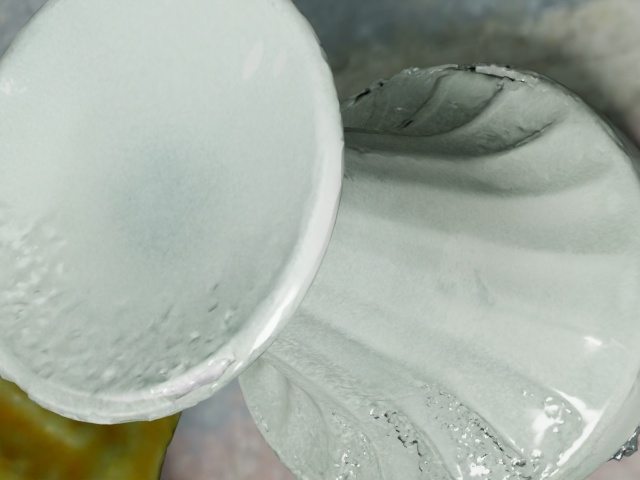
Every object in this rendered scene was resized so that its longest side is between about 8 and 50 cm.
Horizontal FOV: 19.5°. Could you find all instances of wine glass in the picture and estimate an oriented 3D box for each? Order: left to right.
[{"bbox_3d":[0.000,0.000,0.562,0.165,0.196,0.165,-10,71,31],"label":"wine glass"}]

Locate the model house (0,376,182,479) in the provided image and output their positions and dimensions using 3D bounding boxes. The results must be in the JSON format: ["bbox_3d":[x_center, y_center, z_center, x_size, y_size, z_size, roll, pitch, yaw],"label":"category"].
[{"bbox_3d":[-0.137,0.132,0.655,0.268,0.173,0.239,38,86,2],"label":"model house"}]
